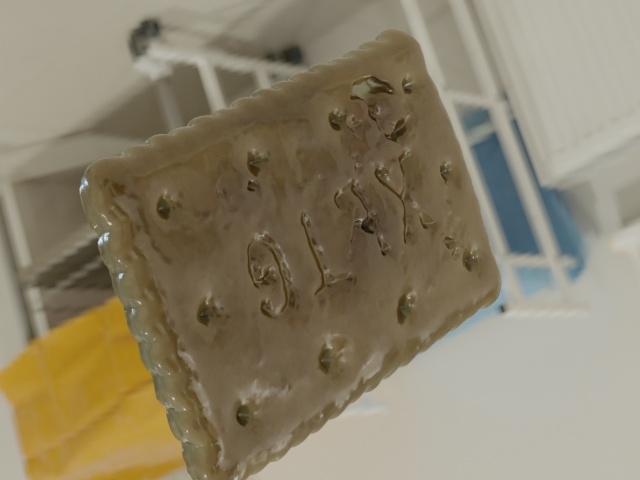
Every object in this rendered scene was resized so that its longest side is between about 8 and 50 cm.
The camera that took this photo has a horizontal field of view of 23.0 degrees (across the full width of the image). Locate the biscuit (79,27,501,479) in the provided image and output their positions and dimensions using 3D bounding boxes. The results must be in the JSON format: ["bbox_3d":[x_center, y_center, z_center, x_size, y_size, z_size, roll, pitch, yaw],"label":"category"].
[{"bbox_3d":[0.000,0.000,1.009,0.044,0.217,0.325,-13,-169,44],"label":"biscuit"}]
